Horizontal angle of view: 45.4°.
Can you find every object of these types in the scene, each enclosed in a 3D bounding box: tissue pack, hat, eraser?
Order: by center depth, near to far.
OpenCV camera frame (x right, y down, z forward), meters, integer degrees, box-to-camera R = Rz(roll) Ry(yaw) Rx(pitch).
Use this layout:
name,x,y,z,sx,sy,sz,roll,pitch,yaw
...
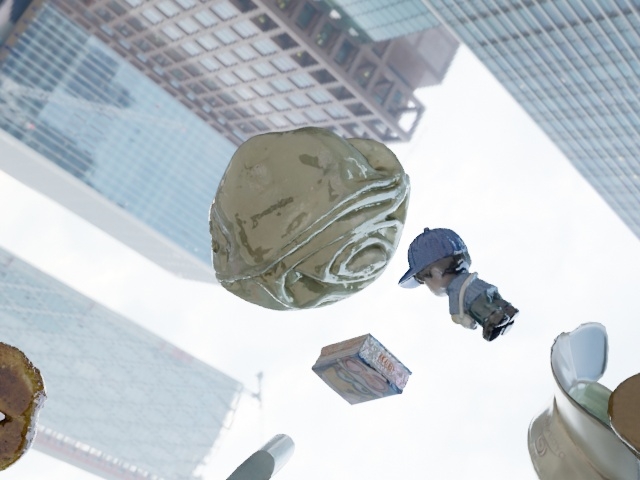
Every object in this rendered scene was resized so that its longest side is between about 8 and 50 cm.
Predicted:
name,x,y,z,sx,sy,sz,roll,pitch,yaw
hat,0.314,0.230,0.878,0.161,0.275,0.232,-28,-138,7
tissue pack,0.072,0.232,1.369,0.155,0.115,0.065,-28,-157,51
eraser,-0.157,0.580,1.936,0.174,0.081,0.227,-44,171,5

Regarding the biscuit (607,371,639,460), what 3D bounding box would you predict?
name,x,y,z,sx,sy,sz,roll,pitch,yaw
biscuit,0.474,0.118,0.656,0.394,0.076,0.368,-45,-155,-23

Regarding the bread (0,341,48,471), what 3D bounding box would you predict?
name,x,y,z,sx,sy,sz,roll,pitch,yaw
bread,-0.469,0.231,1.064,0.193,0.193,0.064,-52,172,2

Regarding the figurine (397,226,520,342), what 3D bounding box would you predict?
name,x,y,z,sx,sy,sz,roll,pitch,yaw
figurine,0.157,0.049,0.881,0.149,0.086,0.087,43,-45,32

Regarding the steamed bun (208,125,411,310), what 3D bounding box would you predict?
name,x,y,z,sx,sy,sz,roll,pitch,yaw
steamed bun,-0.009,0.000,1.169,0.324,0.310,0.219,-57,-138,38
